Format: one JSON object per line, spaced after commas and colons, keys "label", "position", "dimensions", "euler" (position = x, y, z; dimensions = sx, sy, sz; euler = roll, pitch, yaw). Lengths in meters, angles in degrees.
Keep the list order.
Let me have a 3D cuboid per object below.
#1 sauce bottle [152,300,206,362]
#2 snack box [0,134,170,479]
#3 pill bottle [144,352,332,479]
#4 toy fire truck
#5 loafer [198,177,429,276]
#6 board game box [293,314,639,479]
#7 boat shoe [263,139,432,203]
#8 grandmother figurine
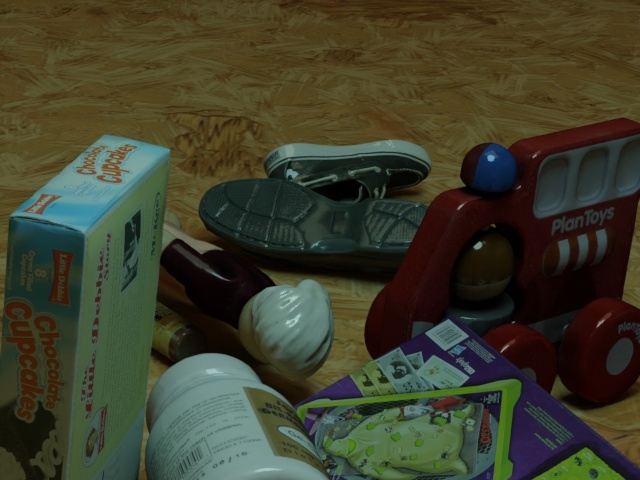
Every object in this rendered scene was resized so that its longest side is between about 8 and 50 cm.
{"label": "sauce bottle", "position": [-0.160, 0.079, 1.855], "dimensions": [0.042, 0.042, 0.128], "euler": [-13, 29, -40]}
{"label": "snack box", "position": [-0.176, 0.104, 1.402], "dimensions": [0.060, 0.322, 0.187], "euler": [12, 22, 10]}
{"label": "pill bottle", "position": [-0.066, 0.181, 1.497], "dimensions": [0.131, 0.131, 0.229], "euler": [-1, 22, -15]}
{"label": "toy fire truck", "position": [0.181, 0.020, 1.796], "dimensions": [0.302, 0.254, 0.169], "euler": [-12, 27, -37]}
{"label": "loafer", "position": [0.000, 0.000, 2.077], "dimensions": [0.267, 0.084, 0.096], "euler": [8, 52, 16]}
{"label": "board game box", "position": [0.107, 0.191, 1.522], "dimensions": [0.208, 0.056, 0.347], "euler": [-25, 31, -15]}
{"label": "boat shoe", "position": [0.038, -0.067, 2.251], "dimensions": [0.219, 0.078, 0.070], "euler": [-3, 57, -29]}
{"label": "grandmother figurine", "position": [-0.095, 0.046, 1.848], "dimensions": [0.208, 0.104, 0.342], "euler": [19, 6, -37]}
